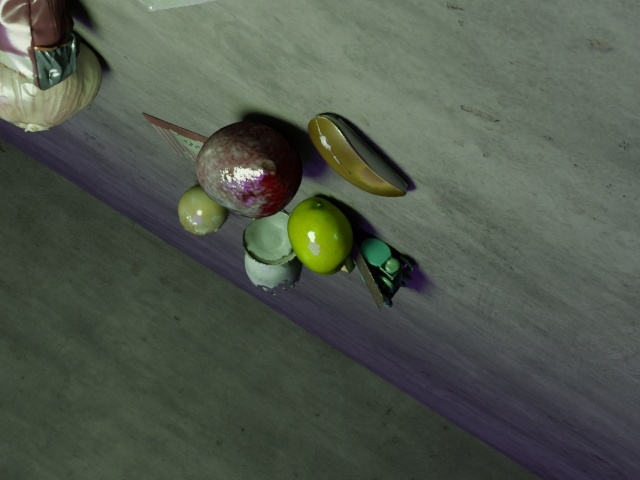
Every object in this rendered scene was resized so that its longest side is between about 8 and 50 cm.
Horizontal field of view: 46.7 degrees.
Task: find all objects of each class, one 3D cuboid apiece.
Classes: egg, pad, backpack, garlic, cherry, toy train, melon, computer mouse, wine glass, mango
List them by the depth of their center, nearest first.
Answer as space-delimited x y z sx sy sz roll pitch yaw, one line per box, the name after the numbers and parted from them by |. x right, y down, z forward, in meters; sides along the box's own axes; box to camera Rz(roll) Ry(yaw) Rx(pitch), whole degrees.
0.071 -0.158 1.484 0.245 0.056 0.126 42 161 -26 | computer mouse
-0.653 -0.514 1.575 0.283 0.197 0.317 28 144 8 | backpack
-0.150 -0.156 1.640 0.230 0.203 0.300 43 161 -20 | cherry
-0.721 -0.402 1.846 0.318 0.259 0.317 -3 -171 1 | garlic
-0.005 -0.007 1.886 0.185 0.149 0.273 53 168 9 | mango
0.110 0.069 1.940 0.158 0.003 0.234 86 159 -73 | pad
0.160 0.080 1.969 0.159 0.101 0.248 42 166 17 | toy train
0.034 0.020 2.073 0.160 0.079 0.128 21 139 37 | melon
-0.354 -0.260 2.089 0.300 0.005 0.202 24 162 29 | pad
-0.143 0.040 2.263 0.191 0.190 0.357 31 161 9 | wine glass
-0.371 -0.095 2.331 0.164 0.164 0.201 37 169 -14 | egg

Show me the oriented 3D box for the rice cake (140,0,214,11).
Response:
-0.206 -0.417 1.200 0.365 0.072 0.056 13 158 50 | rice cake
